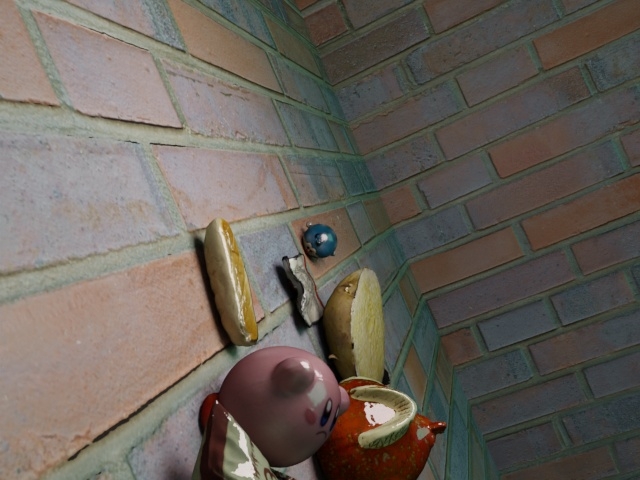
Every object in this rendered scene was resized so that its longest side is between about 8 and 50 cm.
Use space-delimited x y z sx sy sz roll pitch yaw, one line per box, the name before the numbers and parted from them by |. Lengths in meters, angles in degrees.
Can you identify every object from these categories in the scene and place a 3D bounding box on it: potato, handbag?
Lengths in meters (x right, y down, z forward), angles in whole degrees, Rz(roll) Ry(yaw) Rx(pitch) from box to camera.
potato | 0.066 0.209 1.413 0.239 0.116 0.299 24 62 -71
handbag | -0.077 0.330 0.710 0.235 0.127 0.213 58 13 -30

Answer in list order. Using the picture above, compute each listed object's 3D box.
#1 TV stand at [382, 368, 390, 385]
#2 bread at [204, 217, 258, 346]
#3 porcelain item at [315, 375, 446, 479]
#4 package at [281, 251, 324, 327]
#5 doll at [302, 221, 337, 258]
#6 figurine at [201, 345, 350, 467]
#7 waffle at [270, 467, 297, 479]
TV stand | 0.124 0.312 1.614 0.249 0.042 0.036 51 19 -46
bread | -0.148 0.069 1.002 0.073 0.053 0.214 18 53 -65
porcelain item | 0.116 0.360 1.148 0.253 0.253 0.253 58 17 -29
package | -0.037 0.108 1.376 0.232 0.040 0.166 -5 76 -83
doll | 0.000 0.000 1.581 0.114 0.085 0.152 51 5 -3
figurine | -0.054 0.227 0.866 0.173 0.173 0.173 58 17 -29
waffle | -0.056 0.341 0.868 0.075 0.083 0.029 100 16 -53
